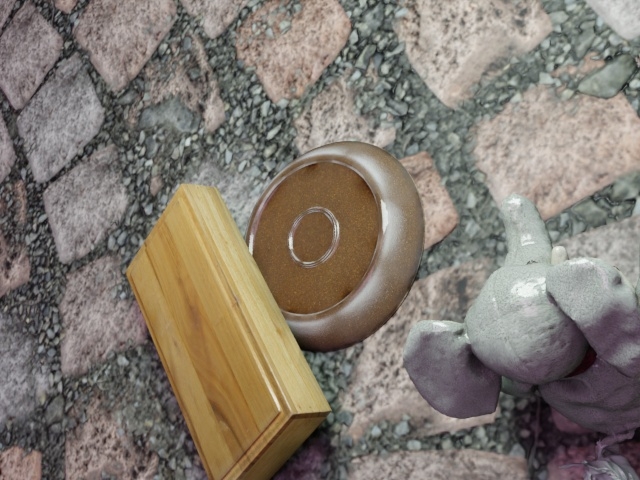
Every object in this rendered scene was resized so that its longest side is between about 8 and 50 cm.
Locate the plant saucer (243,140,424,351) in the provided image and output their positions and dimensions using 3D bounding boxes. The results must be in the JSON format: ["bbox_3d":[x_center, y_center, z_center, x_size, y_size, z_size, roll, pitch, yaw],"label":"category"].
[{"bbox_3d":[0.000,0.000,1.302,0.311,0.050,0.310,-12,69,34],"label":"plant saucer"}]

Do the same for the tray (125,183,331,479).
[{"bbox_3d":[-0.150,0.135,1.320,0.203,0.076,0.410,-52,52,31],"label":"tray"}]

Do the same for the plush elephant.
[{"bbox_3d":[0.235,0.077,0.922,0.272,0.255,0.330,-21,43,32],"label":"plush elephant"}]
